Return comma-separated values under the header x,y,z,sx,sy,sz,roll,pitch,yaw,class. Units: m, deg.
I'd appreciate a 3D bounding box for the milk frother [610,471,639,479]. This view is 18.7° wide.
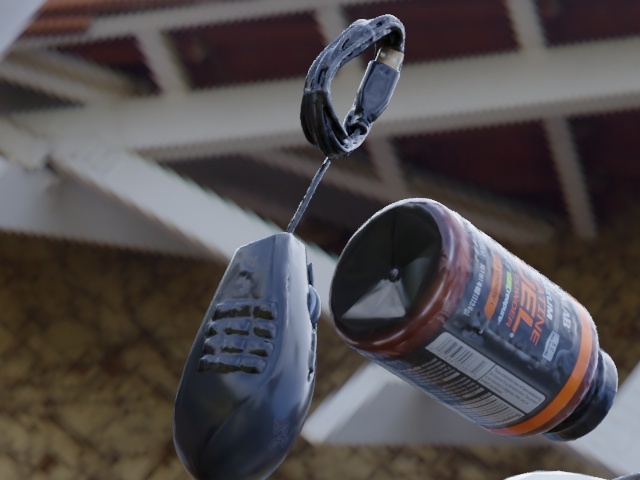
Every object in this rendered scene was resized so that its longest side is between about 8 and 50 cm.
x,y,z,sx,sy,sz,roll,pitch,yaw,class
0.137,0.203,0.892,0.129,0.143,0.135,-4,-45,20,milk frother

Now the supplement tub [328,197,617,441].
x,y,z,sx,sy,sz,roll,pitch,yaw,class
0.104,0.059,1.227,0.198,0.106,0.106,33,-12,-38,supplement tub

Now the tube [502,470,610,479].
x,y,z,sx,sy,sz,roll,pitch,yaw,class
0.019,0.160,0.370,0.062,0.240,0.070,24,16,16,tube

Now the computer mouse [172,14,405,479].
x,y,z,sx,sy,sz,roll,pitch,yaw,class
0.000,0.000,0.817,0.041,0.242,0.071,5,-32,27,computer mouse
